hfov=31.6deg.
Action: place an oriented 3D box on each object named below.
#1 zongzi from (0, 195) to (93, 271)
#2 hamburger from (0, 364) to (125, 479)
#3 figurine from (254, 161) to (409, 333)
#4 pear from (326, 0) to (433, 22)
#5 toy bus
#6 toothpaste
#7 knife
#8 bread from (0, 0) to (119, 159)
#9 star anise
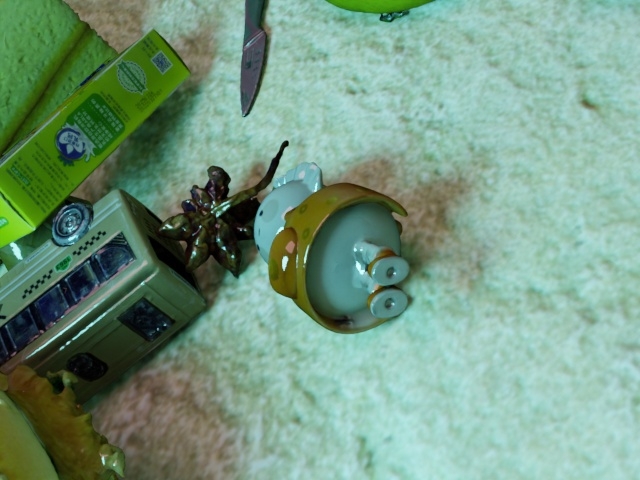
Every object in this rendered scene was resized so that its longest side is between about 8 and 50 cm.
[{"bbox_3d":[-0.368,0.003,1.333,0.078,0.160,0.176,-23,46,55],"label":"zongzi"},{"bbox_3d":[-0.290,0.280,0.975,0.286,0.268,0.446,-14,71,11],"label":"hamburger"},{"bbox_3d":[0.010,0.000,1.101,0.143,0.143,0.271,-42,21,4],"label":"figurine"},{"bbox_3d":[0.028,-0.431,1.250,0.238,0.318,0.342,-47,44,-8],"label":"pear"},{"bbox_3d":[-0.275,0.092,1.220,0.289,0.139,0.157,-37,50,4],"label":"toy bus"},{"bbox_3d":[-0.284,-0.122,1.318,0.110,0.077,0.327,-20,25,45],"label":"toothpaste"},{"bbox_3d":[-0.081,-0.253,1.406,0.035,0.018,0.247,-13,56,24],"label":"knife"},{"bbox_3d":[-0.411,-0.106,1.391,0.244,0.233,0.362,-14,57,24],"label":"bread"},{"bbox_3d":[-0.094,-0.042,1.223,0.097,0.070,0.191,32,57,5],"label":"star anise"}]
